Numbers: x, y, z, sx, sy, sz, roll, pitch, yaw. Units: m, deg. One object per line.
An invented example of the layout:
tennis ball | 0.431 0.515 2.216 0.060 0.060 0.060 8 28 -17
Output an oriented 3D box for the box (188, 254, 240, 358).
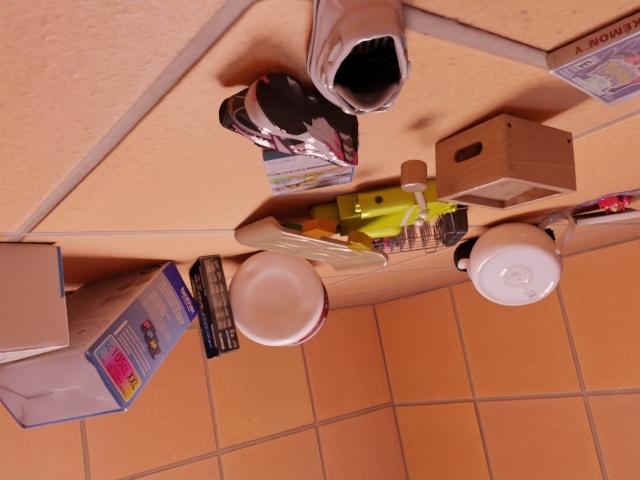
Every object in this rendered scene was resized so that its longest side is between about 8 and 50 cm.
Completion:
box | -0.249 0.158 1.388 0.051 0.220 0.175 -10 171 -22

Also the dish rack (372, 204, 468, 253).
dish rack | 0.188 -0.010 1.338 0.272 0.074 0.208 -9 169 2

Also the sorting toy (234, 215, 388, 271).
sorting toy | 0.000 0.000 1.038 0.229 0.041 0.307 17 167 -23

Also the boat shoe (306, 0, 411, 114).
boat shoe | 0.028 -0.134 0.471 0.083 0.075 0.226 -11 170 7

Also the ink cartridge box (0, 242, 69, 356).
ink cartridge box | -0.549 0.113 0.981 0.233 0.171 0.168 -18 167 41

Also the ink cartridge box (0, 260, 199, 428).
ink cartridge box | -0.442 0.189 1.257 0.270 0.151 0.395 -14 -157 21

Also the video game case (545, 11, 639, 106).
video game case | 0.356 -0.196 0.611 0.184 0.023 0.201 -19 166 40

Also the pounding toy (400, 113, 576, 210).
pounding toy | 0.194 -0.102 0.800 0.206 0.094 0.181 6 168 -30

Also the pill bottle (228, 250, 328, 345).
pill bottle | -0.092 0.159 1.543 0.224 0.223 0.392 -11 170 1

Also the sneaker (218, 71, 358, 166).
sneaker | -0.027 -0.116 0.590 0.077 0.071 0.178 -3 168 34

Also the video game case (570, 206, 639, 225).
video game case | 0.771 -0.067 1.632 0.157 0.019 0.143 -9 -176 16

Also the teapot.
teapot | 0.524 0.036 1.620 0.256 0.187 0.252 8 130 5

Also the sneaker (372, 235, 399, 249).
sneaker | 0.134 0.009 1.470 0.120 0.047 0.057 -6 180 -19

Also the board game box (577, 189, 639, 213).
board game box | 0.757 -0.093 1.545 0.169 0.033 0.133 -9 170 -10

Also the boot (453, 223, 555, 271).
boot | 0.543 0.020 1.768 0.247 0.094 0.207 -12 176 -30

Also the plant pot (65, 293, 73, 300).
plant pot | -0.624 0.257 1.545 0.275 0.274 0.293 -4 152 -32

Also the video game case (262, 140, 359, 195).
video game case | -0.012 -0.097 0.808 0.119 0.015 0.166 -11 170 -2

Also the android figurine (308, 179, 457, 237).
android figurine | 0.116 -0.051 1.081 0.273 0.056 0.248 -8 169 -2
